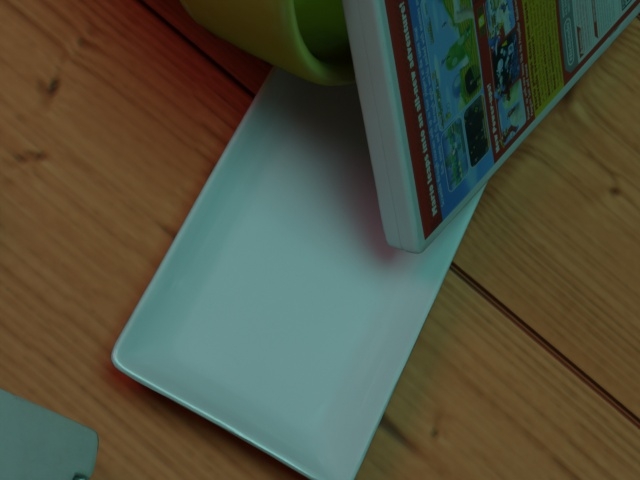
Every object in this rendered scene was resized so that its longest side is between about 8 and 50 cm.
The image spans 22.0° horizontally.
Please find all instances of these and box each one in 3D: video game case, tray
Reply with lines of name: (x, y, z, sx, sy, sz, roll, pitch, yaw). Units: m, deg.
video game case: (0.108, -0.154, 0.929, 0.025, 0.204, 0.285, 16, 45, 32)
tray: (0.000, 0.000, 0.929, 0.145, 0.030, 0.270, 30, 59, -5)

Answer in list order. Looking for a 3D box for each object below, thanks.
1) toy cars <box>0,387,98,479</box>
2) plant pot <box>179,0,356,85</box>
toy cars: (-0.214, 0.075, 0.778, 0.176, 0.087, 0.394, -16, 75, -48)
plant pot: (-0.043, -0.245, 0.903, 0.239, 0.254, 0.254, 28, 56, 23)
